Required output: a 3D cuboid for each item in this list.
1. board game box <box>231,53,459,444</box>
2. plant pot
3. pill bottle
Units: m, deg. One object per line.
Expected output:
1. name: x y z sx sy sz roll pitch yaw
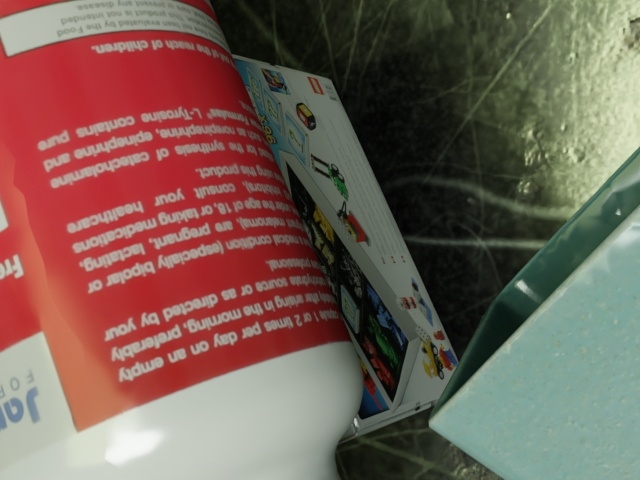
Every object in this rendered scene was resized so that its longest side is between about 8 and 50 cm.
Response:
1. board game box: 0.000 0.000 0.731 0.053 0.193 0.305 -30 75 29
2. plant pot: 0.258 0.068 0.549 0.252 0.247 0.248 41 113 6
3. pill bottle: -0.114 0.035 0.554 0.229 0.229 0.407 -30 75 29
